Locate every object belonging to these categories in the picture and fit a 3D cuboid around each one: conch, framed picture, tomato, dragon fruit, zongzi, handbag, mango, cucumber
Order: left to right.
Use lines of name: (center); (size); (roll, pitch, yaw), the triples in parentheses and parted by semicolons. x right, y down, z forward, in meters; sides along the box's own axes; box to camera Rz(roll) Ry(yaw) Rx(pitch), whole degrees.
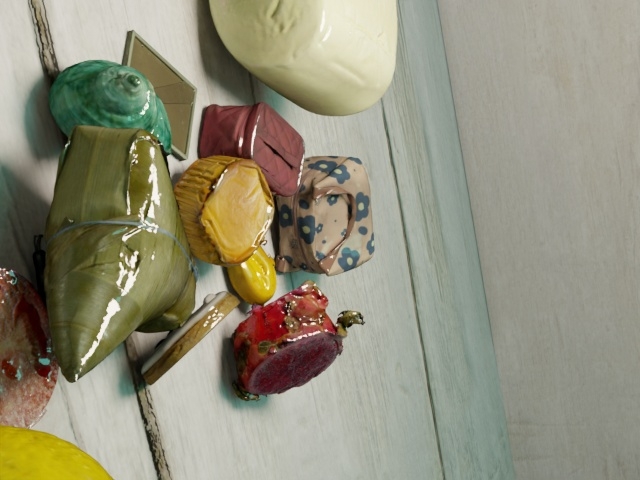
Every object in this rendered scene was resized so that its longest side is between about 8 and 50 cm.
tomato: (-0.421, 0.142, 1.135); (0.225, 0.085, 0.225); (10, 79, -62)
cucumber: (-0.372, 0.072, 1.315); (0.043, 0.039, 0.163); (-75, 154, -65)
conch: (-0.296, -0.192, 1.373); (0.202, 0.196, 0.134); (-156, -103, -69)
zongzi: (-0.268, 0.093, 1.286); (0.356, 0.174, 0.393); (80, 6, -54)
framed picture: (-0.278, -0.245, 1.614); (0.203, 0.015, 0.150); (40, 50, -57)
mango: (-0.140, 0.049, 1.806); (0.101, 0.066, 0.187); (-49, 125, -48)
handbag: (-0.125, -0.171, 1.798); (0.225, 0.135, 0.146); (42, 53, -58)
dragon fruit: (-0.062, 0.179, 1.785); (0.147, 0.282, 0.211); (57, 7, 31)
handbag: (-0.004, -0.044, 1.996); (0.193, 0.190, 0.252); (-26, 114, -53)

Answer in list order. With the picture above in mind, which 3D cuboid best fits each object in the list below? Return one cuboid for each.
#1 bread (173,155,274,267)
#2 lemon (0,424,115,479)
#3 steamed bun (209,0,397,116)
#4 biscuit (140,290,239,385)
bread: (-0.177, -0.055, 1.664); (0.199, 0.104, 0.199); (-23, 120, -48)
lemon: (-0.338, 0.363, 0.939); (0.349, 0.387, 0.350); (-11, 105, -48)
steamed bun: (-0.049, -0.488, 1.849); (0.371, 0.290, 0.456); (25, 60, -56)
biscuit: (-0.214, 0.151, 1.521); (0.049, 0.181, 0.208); (47, 35, 1)
